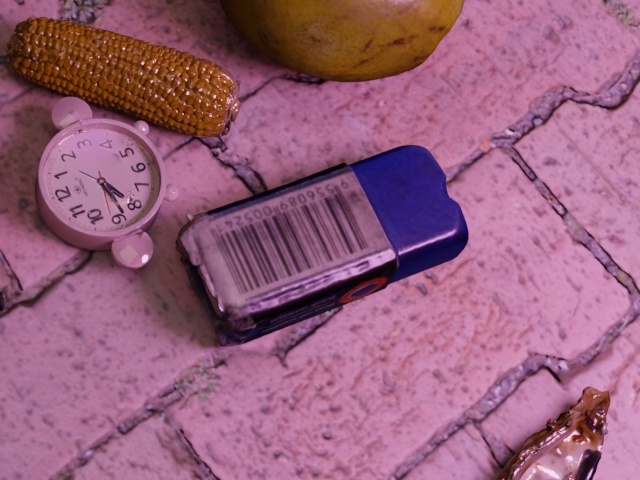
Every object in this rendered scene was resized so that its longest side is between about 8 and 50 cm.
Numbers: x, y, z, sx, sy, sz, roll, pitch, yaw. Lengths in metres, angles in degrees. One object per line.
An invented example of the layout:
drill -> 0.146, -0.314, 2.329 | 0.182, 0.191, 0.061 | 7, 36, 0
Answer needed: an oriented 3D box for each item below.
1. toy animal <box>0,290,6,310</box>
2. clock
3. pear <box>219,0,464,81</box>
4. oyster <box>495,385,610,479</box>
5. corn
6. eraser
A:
toy animal -> -0.450, -0.058, 1.730 | 0.183, 0.247, 0.310 | -6, 98, -20
clock -> -0.260, -0.066, 1.883 | 0.156, 0.063, 0.229 | -22, 78, -21
pear -> 0.017, -0.320, 1.942 | 0.307, 0.253, 0.253 | 29, 66, -13
oyster -> 0.252, 0.312, 1.836 | 0.129, 0.078, 0.345 | 40, 63, -17
corn -> -0.238, -0.205, 1.919 | 0.293, 0.106, 0.106 | 18, 67, -5
eraser -> 0.000, 0.000, 1.887 | 0.332, 0.101, 0.155 | -20, 73, -19
